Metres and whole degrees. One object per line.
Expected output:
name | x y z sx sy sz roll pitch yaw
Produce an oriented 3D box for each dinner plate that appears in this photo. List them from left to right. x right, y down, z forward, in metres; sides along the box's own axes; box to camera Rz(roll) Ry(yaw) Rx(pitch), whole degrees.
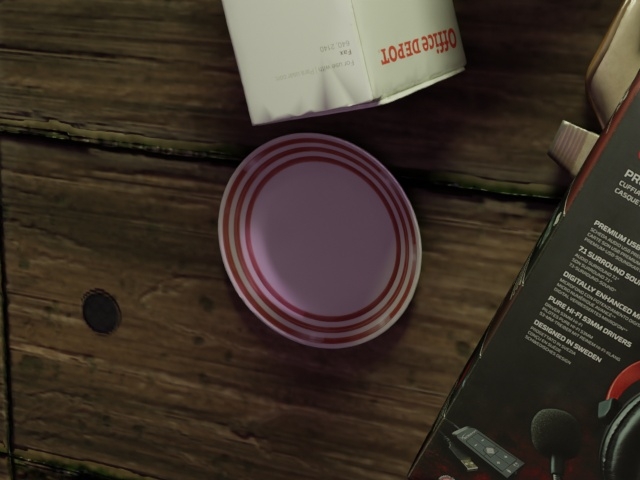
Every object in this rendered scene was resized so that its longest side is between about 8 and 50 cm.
dinner plate | 0.000 0.000 0.820 0.141 0.017 0.141 7 106 24

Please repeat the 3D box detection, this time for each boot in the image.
boot | 0.182 -0.068 0.707 0.087 0.042 0.118 26 115 9

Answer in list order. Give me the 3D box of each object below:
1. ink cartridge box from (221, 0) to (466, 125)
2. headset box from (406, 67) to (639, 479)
ink cartridge box | 0.004 -0.170 0.700 0.082 0.139 0.191 -7 101 28
headset box | 0.209 0.049 0.659 0.218 0.110 0.293 30 120 7
